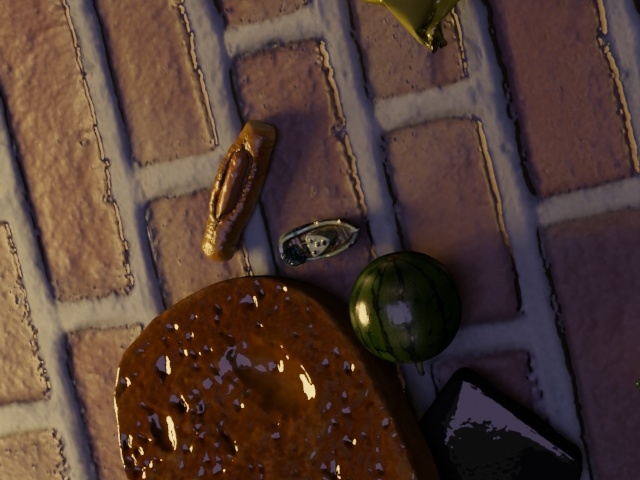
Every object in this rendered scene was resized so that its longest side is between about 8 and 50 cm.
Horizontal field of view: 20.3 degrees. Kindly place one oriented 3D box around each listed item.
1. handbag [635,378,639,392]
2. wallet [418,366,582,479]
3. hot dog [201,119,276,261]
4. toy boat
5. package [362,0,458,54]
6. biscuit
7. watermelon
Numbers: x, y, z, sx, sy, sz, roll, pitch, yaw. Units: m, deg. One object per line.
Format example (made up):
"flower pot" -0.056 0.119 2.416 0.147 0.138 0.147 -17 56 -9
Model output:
"handbag" 0.423 0.189 1.431 0.274 0.100 0.269 -23 93 23
"wallet" 0.117 0.244 1.592 0.149 0.044 0.250 35 110 7
"hot dog" -0.078 -0.045 1.615 0.044 0.028 0.137 30 111 20
"toy boat" 0.000 0.000 1.589 0.083 0.038 0.038 -18 94 24
"package" 0.037 -0.268 1.491 0.226 0.090 0.168 24 105 12
"biscuit" -0.052 0.219 1.603 0.314 0.063 0.367 -32 73 20
"watermelon" 0.075 0.063 1.539 0.109 0.109 0.109 4 102 20
